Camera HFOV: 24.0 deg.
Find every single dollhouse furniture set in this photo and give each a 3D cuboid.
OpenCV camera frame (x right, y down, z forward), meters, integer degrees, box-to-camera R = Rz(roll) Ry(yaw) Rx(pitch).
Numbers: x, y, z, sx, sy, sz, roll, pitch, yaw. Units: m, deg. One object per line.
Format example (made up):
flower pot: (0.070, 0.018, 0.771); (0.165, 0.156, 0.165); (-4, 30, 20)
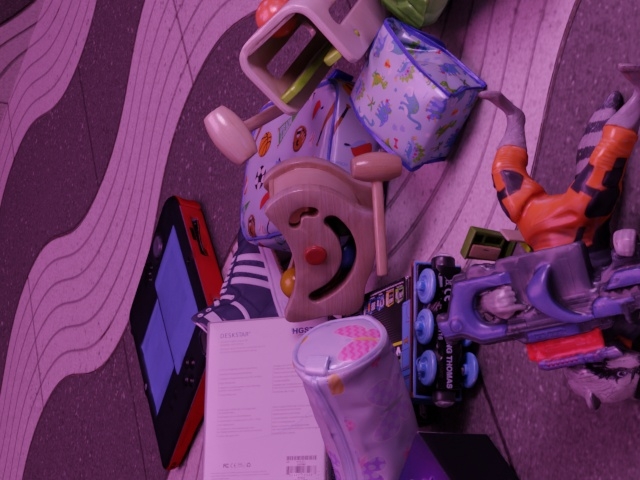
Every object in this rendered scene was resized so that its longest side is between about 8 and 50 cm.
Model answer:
dollhouse furniture set: (0.215, 0.035, 1.667); (0.152, 0.058, 0.076); (58, 134, 54)

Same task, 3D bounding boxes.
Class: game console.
game console: (-0.254, 0.150, 2.614); (0.342, 0.060, 0.386); (-63, 31, 35)

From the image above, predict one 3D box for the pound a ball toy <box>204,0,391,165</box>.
pound a ball toy: (-0.041, -0.255, 1.958); (0.208, 0.136, 0.319); (-38, 10, 29)

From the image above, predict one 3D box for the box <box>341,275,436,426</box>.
box: (0.084, 0.154, 1.926); (0.190, 0.045, 0.184); (153, 123, -61)

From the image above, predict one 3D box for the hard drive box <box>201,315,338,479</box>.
hard drive box: (-0.058, 0.223, 2.015); (0.181, 0.089, 0.232); (-5, 73, 20)

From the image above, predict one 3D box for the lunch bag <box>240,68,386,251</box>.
lunch bag: (-0.005, -0.107, 2.105); (0.303, 0.115, 0.243); (-7, 72, 63)

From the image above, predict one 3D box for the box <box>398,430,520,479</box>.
box: (0.166, 0.357, 1.639); (0.261, 0.103, 0.184); (-126, 46, -55)

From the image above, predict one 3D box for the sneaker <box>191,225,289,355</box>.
sneaker: (-0.122, 0.081, 2.223); (0.282, 0.153, 0.099); (-114, 5, -48)

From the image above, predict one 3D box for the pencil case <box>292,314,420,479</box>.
pencil case: (0.052, 0.222, 1.757); (0.113, 0.124, 0.273); (16, 131, 46)

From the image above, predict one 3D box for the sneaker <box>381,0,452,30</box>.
sneaker: (0.159, -0.389, 1.809); (0.185, 0.202, 0.483); (54, 167, -6)

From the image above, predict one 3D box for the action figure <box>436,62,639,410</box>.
action figure: (0.292, 0.000, 1.477); (0.341, 0.178, 0.330); (-5, 84, 34)

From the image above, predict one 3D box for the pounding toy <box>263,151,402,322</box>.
pounding toy: (0.000, 0.000, 1.883); (0.155, 0.154, 0.270); (-96, 16, -53)

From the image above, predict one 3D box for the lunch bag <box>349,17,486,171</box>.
lunch bag: (0.110, -0.183, 1.864); (0.151, 0.096, 0.129); (43, 127, 23)

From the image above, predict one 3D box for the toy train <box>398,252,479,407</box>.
toy train: (0.137, 0.110, 1.793); (0.105, 0.080, 0.184); (147, 126, -65)
